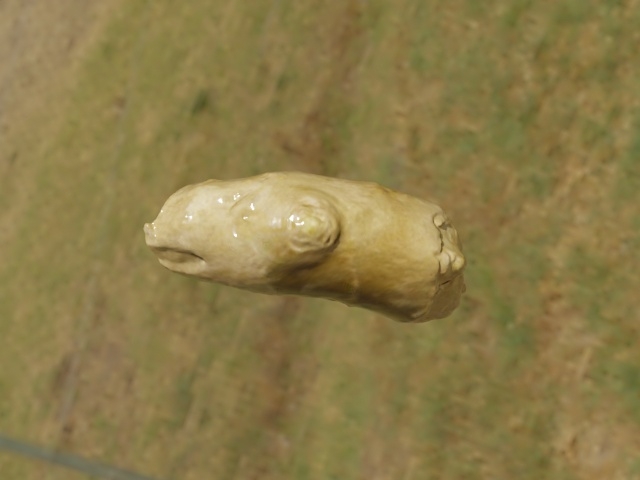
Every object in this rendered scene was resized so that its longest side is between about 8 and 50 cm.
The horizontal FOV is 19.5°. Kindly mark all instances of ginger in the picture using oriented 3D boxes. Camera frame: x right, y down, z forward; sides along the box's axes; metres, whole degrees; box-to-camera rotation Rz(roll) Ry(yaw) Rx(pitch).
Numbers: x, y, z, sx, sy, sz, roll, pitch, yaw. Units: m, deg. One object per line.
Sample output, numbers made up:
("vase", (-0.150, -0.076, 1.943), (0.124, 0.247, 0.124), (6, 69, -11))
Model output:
("ginger", (-0.001, 0.002, 1.012), (0.095, 0.190, 0.069), (126, 148, -49))
